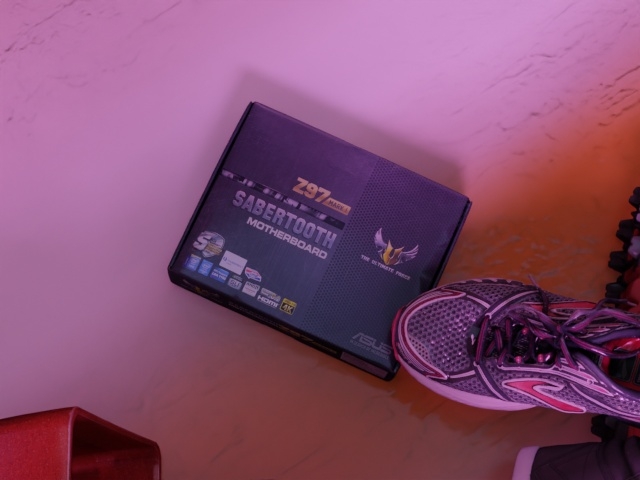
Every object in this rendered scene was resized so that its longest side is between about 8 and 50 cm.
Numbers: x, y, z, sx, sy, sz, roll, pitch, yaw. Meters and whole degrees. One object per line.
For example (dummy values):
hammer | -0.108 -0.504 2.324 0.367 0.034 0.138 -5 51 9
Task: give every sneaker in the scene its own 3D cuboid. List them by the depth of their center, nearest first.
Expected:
sneaker | 0.232 0.251 1.265 0.147 0.296 0.105 -18 115 19
sneaker | 0.206 0.089 1.344 0.299 0.112 0.121 7 78 17
sneaker | 0.332 0.069 1.438 0.135 0.097 0.276 9 78 -1

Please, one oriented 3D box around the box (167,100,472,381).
box | 0.000 0.000 1.456 0.232 0.059 0.183 25 75 3

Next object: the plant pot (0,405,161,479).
plant pot | -0.278 0.289 1.280 0.235 0.267 0.267 -3 76 9
